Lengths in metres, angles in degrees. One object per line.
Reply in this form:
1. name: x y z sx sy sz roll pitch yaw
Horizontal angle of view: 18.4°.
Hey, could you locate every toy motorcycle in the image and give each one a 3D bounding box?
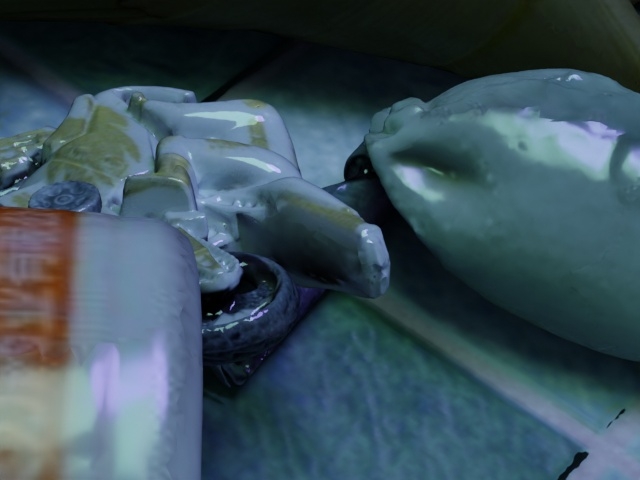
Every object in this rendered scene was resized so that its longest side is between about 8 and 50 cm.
1. toy motorcycle: -0.062 -0.015 0.818 0.151 0.074 0.229 -27 32 -32

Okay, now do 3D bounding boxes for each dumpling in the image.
1. dumpling: 0.126 -0.025 0.854 0.217 0.105 0.149 21 47 10

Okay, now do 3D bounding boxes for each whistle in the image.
1. whistle: 0.000 0.000 0.861 0.033 0.033 0.176 27 48 16

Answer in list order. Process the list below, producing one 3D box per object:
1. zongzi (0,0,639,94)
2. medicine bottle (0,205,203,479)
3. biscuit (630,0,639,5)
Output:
1. zongzi: -0.094 -0.121 0.910 0.447 0.181 0.418 -32 91 -7
2. medicine bottle: -0.227 0.086 0.619 0.371 0.211 0.211 3 46 -7
3. biscuit: 0.162 -0.203 1.036 0.208 0.049 0.181 -17 59 -6
